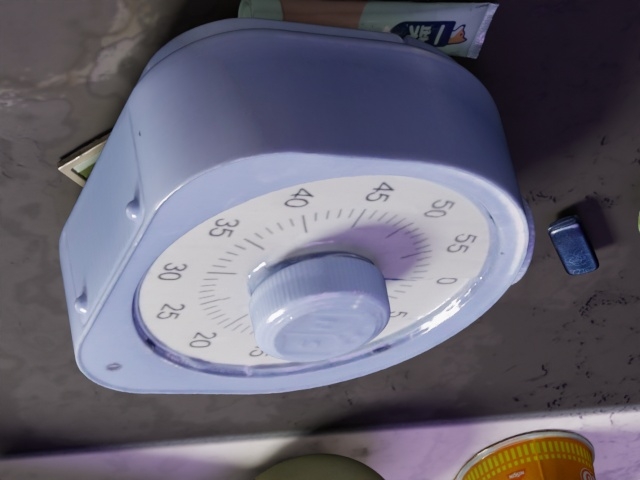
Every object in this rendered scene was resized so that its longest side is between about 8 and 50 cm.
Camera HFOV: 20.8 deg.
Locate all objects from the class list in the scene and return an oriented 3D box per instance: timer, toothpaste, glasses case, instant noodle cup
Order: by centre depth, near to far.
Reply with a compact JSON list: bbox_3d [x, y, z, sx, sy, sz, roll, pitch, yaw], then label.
[{"bbox_3d":[0.038,-0.166,1.341,0.205,0.036,0.056,0,138,-23],"label":"toothpaste"},{"bbox_3d":[0.000,0.000,1.400,0.395,0.173,0.395,-9,149,-6],"label":"timer"},{"bbox_3d":[0.235,0.002,1.624,0.033,0.023,0.083,-14,142,16],"label":"glasses case"},{"bbox_3d":[0.246,0.330,1.918,0.168,0.185,0.168,-8,142,-6],"label":"instant noodle cup"}]

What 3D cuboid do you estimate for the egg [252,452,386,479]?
[{"bbox_3d":[-0.016,0.328,1.834,0.188,0.188,0.253,16,139,-32],"label":"egg"}]

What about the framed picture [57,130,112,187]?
[{"bbox_3d":[-0.125,-0.071,1.433,0.149,0.011,0.109,-29,140,20],"label":"framed picture"}]

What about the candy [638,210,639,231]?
[{"bbox_3d":[0.366,0.035,1.677,0.093,0.092,0.335,-49,152,-13],"label":"candy"}]
